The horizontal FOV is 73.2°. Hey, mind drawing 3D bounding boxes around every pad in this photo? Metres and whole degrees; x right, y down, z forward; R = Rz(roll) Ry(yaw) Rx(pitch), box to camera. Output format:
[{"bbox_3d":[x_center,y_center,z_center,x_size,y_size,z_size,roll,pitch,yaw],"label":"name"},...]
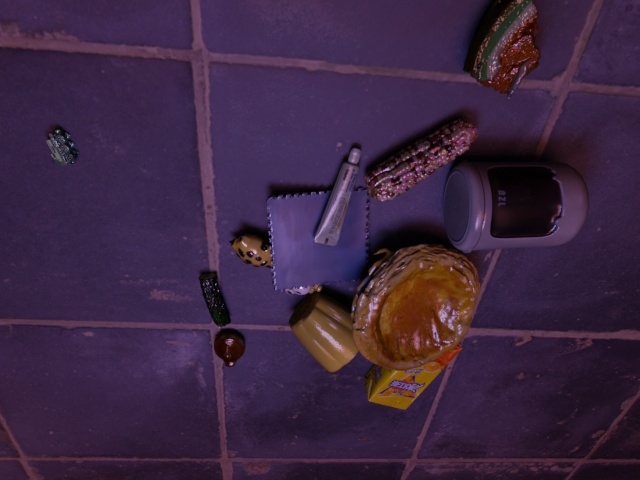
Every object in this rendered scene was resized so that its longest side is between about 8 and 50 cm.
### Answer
[{"bbox_3d":[0.000,0.000,1.111,0.269,0.012,0.269,-5,112,-13],"label":"pad"}]

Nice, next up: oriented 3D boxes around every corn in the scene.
[{"bbox_3d":[0.229,-0.188,1.010,0.280,0.092,0.092,-33,121,13],"label":"corn"}]

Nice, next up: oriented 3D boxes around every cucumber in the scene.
[{"bbox_3d":[-0.305,0.174,1.250,0.058,0.058,0.187,-7,126,2],"label":"cucumber"}]

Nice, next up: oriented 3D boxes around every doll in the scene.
[{"bbox_3d":[-0.117,0.072,1.173,0.291,0.086,0.117,38,151,-27],"label":"doll"}]

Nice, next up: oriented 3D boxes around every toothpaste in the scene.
[{"bbox_3d":[0.048,-0.103,1.055,0.067,0.037,0.255,9,112,-23],"label":"toothpaste"}]

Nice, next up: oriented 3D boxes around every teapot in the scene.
[{"bbox_3d":[-0.288,0.347,1.360,0.098,0.078,0.129,3,125,-5],"label":"teapot"}]

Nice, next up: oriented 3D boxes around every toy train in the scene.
[{"bbox_3d":[-0.587,-0.211,0.975,0.053,0.033,0.083,-6,125,5],"label":"toy train"}]

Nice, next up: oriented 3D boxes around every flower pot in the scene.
[{"bbox_3d":[0.015,0.251,1.256,0.179,0.195,0.195,42,114,-14],"label":"flower pot"}]

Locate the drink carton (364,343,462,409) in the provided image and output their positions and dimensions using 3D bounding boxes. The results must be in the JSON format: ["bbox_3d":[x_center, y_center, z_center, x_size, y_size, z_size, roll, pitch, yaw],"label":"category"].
[{"bbox_3d":[0.293,0.403,1.418,0.154,0.111,0.351,19,123,-15],"label":"drink carton"}]

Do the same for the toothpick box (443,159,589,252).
[{"bbox_3d":[0.471,-0.083,1.032,0.316,0.229,0.229,-2,126,-4],"label":"toothpick box"}]

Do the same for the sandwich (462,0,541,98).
[{"bbox_3d":[0.381,-0.390,0.857,0.159,0.109,0.185,19,122,-14],"label":"sandwich"}]

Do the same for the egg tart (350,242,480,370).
[{"bbox_3d":[0.249,0.170,1.181,0.387,0.169,0.388,-6,110,-15],"label":"egg tart"}]
